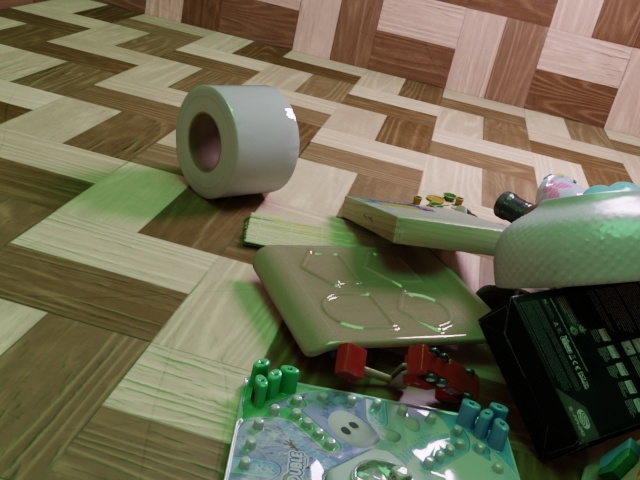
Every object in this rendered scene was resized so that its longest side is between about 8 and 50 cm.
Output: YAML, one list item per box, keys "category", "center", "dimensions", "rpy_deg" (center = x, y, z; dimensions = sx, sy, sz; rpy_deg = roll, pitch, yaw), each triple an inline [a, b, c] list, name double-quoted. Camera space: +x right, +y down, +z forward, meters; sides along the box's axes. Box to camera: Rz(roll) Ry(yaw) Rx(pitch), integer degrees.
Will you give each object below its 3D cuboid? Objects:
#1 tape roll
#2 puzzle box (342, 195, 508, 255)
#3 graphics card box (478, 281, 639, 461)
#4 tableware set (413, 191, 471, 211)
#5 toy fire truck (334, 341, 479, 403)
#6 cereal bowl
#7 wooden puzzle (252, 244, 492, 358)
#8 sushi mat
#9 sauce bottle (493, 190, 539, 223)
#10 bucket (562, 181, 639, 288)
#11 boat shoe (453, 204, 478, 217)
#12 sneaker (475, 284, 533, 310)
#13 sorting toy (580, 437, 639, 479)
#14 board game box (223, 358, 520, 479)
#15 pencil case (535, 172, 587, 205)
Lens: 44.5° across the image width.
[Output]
- category: "tape roll"
  center: [-0.186, -0.219, 1.726]
  dimensions: [0.169, 0.246, 0.246]
  rpy_deg: [-10, 33, -41]
- category: "puzzle box"
  center: [0.222, -0.033, 1.612]
  dimensions: [0.272, 0.052, 0.409]
  rpy_deg: [6, 7, -12]
- category: "graphics card box"
  center: [0.443, 0.185, 1.222]
  dimensions: [0.371, 0.094, 0.233]
  rpy_deg: [-5, 64, -36]
- category: "tableware set"
  center: [0.301, -0.100, 1.973]
  dimensions: [0.154, 0.024, 0.104]
  rpy_deg: [-4, 29, -32]
- category: "toy fire truck"
  center: [0.130, 0.199, 1.162]
  dimensions: [0.192, 0.135, 0.047]
  rpy_deg: [31, 55, -35]
- category: "cereal bowl"
  center: [0.450, -0.005, 1.295]
  dimensions: [0.339, 0.141, 0.339]
  rpy_deg: [-6, -1, 0]
- category: "wooden puzzle"
  center: [0.086, 0.107, 1.365]
  dimensions: [0.347, 0.080, 0.322]
  rpy_deg: [-3, 28, -22]
- category: "sushi mat"
  center: [0.000, 0.000, 1.615]
  dimensions: [0.316, 0.019, 0.151]
  rpy_deg: [10, 25, -6]
- category: "sauce bottle"
  center: [0.554, -0.018, 1.811]
  dimensions: [0.111, 0.111, 0.344]
  rpy_deg: [-9, 34, -40]
- category: "bucket"
  center: [0.597, 0.035, 1.549]
  dimensions: [0.281, 0.281, 0.183]
  rpy_deg: [15, 27, 5]
- category: "boat shoe"
  center: [0.348, -0.045, 1.858]
  dimensions: [0.042, 0.049, 0.133]
  rpy_deg: [34, 9, -22]
- category: "sneaker"
  center: [0.406, 0.142, 1.432]
  dimensions: [0.281, 0.106, 0.162]
  rpy_deg: [23, 18, 1]
- category: "sorting toy"
  center: [0.405, 0.289, 0.987]
  dimensions: [0.038, 0.208, 0.193]
  rpy_deg: [50, 31, 4]
- category: "board game box"
  center: [0.079, 0.299, 0.968]
  dimensions: [0.390, 0.050, 0.390]
  rpy_deg: [11, 25, -3]
- category: "pencil case"
  center: [0.678, -0.073, 1.988]
  dimensions: [0.124, 0.113, 0.273]
  rpy_deg: [-27, 42, -23]
